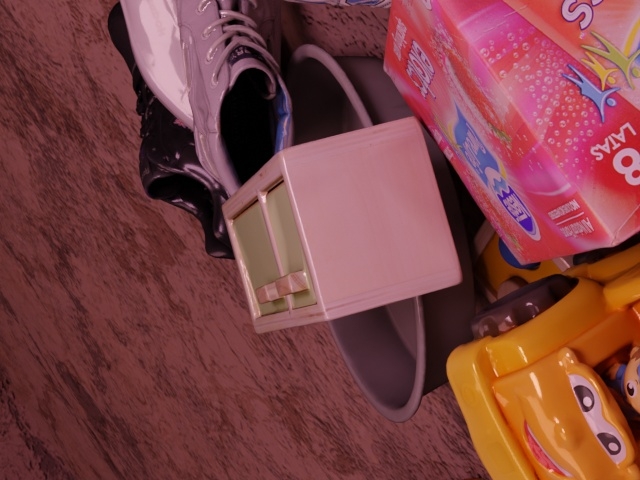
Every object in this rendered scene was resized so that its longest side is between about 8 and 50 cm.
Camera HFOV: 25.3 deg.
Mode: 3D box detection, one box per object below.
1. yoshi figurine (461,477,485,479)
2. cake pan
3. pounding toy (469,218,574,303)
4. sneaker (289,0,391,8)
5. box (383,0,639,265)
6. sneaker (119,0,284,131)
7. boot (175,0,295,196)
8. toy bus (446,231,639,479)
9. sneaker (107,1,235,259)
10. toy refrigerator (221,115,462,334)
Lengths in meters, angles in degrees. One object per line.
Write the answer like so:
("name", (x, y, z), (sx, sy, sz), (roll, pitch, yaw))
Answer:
("yoshi figurine", (-0.001, 0.336, 1.302), (0.203, 0.362, 0.203), (28, 143, 47))
("cake pan", (0.042, -0.010, 1.081), (0.293, 0.054, 0.293), (165, 90, -76))
("pounding toy", (0.159, 0.037, 0.966), (0.130, 0.100, 0.141), (50, 155, 15))
("sneaker", (0.035, -0.173, 0.898), (0.211, 0.080, 0.081), (7, 163, 29))
("box", (0.131, -0.087, 0.698), (0.154, 0.142, 0.300), (55, 180, 2))
("sneaker", (-0.111, -0.204, 1.163), (0.290, 0.106, 0.123), (58, 158, 1))
("boot", (-0.058, -0.153, 1.073), (0.123, 0.095, 0.258), (-129, 29, -65))
("toy bus", (0.212, 0.057, 0.768), (0.149, 0.220, 0.211), (62, 149, 0))
("sneaker", (-0.126, -0.106, 1.288), (0.283, 0.124, 0.107), (49, 154, 18))
("toy refrigerator", (0.000, 0.000, 0.929), (0.269, 0.094, 0.102), (157, 98, -77))
